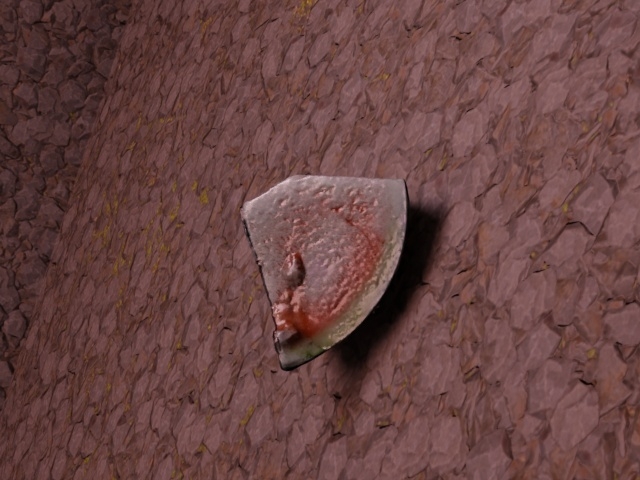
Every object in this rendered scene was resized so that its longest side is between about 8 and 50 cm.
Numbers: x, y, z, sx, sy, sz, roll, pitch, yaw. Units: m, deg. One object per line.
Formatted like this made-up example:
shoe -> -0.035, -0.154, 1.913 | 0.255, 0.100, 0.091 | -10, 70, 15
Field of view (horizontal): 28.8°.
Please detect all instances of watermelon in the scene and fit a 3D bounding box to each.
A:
watermelon -> 0.000, 0.000, 1.662 | 0.289, 0.214, 0.320 | -39, 26, 40
